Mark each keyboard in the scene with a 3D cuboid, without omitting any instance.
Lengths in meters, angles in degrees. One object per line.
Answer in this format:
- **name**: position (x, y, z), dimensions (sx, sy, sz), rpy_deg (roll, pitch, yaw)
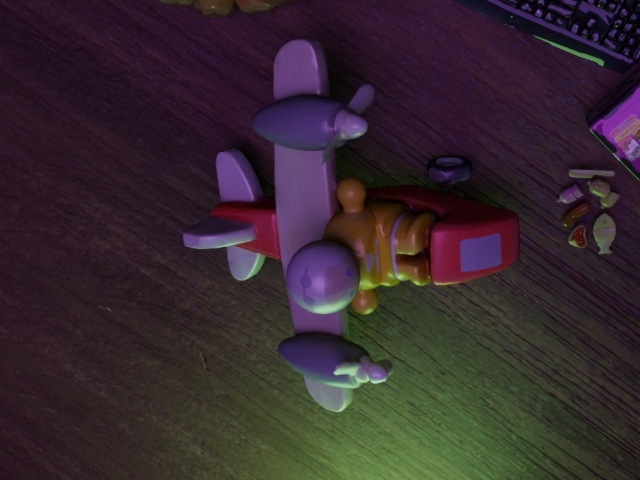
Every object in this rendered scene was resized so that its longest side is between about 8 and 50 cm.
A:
- **keyboard**: position (0.271, -0.340, 0.977), dimensions (0.317, 0.033, 0.201), rpy_deg (24, 116, 2)

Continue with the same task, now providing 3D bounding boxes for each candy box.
- **candy box**: position (0.458, -0.114, 1.004), dimensions (0.233, 0.071, 0.159), rpy_deg (44, 115, -6)

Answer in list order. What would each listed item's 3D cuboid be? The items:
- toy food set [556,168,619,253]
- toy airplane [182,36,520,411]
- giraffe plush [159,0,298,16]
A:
- **toy food set**: position (0.347, -0.040, 1.095), dimensions (0.078, 0.019, 0.122), rpy_deg (4, 121, 13)
- **toy airplane**: position (0.000, 0.000, 1.057), dimensions (0.386, 0.272, 0.384), rpy_deg (42, 117, -6)
- **giraffe plush**: position (-0.121, -0.376, 0.991), dimensions (0.181, 0.210, 0.170), rpy_deg (0, 88, 20)
